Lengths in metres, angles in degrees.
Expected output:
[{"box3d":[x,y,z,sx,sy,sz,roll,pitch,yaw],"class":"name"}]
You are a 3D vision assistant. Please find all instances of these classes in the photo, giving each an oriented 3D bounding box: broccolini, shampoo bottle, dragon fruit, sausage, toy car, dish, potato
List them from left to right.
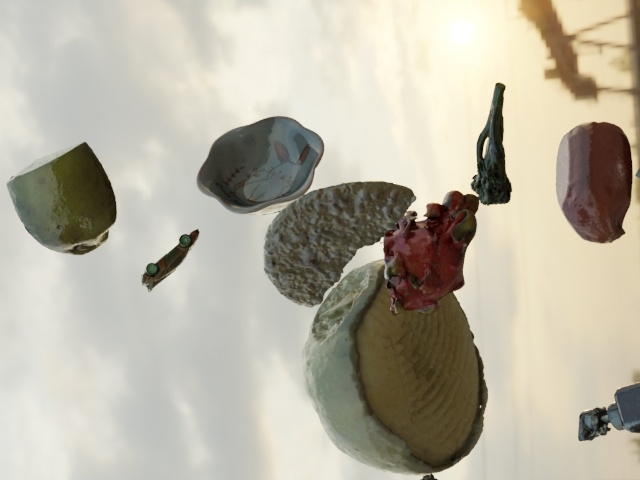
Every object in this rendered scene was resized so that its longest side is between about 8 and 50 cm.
[{"box3d":[-0.317,-0.041,1.620,0.149,0.120,0.081,55,-129,-17],"class":"potato"},{"box3d":[-0.228,0.028,1.942,0.035,0.122,0.059,50,168,1],"class":"toy car"},{"box3d":[-0.094,-0.109,2.176,0.081,0.230,0.229,69,-157,-46],"class":"dish"},{"box3d":[0.153,0.013,1.803,0.207,0.150,0.133,-51,0,-1],"class":"dragon fruit"},{"box3d":[0.256,-0.146,1.932,0.091,0.068,0.202,-52,-40,-56],"class":"broccolini"},{"box3d":[0.508,-0.117,2.347,0.148,0.148,0.254,66,-153,-48],"class":"sausage"},{"box3d":[0.447,0.182,1.516,0.098,0.310,0.071,3,-111,-49],"class":"shampoo bottle"}]

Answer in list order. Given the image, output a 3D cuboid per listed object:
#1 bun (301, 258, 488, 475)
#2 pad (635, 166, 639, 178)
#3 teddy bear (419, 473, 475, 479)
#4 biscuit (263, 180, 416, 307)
[{"box3d":[0.106,0.218,2.106,0.364,0.202,0.364,20,-120,-41],"class":"bun"},{"box3d":[0.755,-0.217,2.451,0.005,0.202,0.299,18,-76,-45],"class":"pad"},{"box3d":[0.199,0.412,1.939,0.078,0.160,0.119,-6,-100,-49],"class":"teddy bear"},{"box3d":[-0.001,-0.003,1.607,0.133,0.250,0.032,21,-138,-27],"class":"biscuit"}]
